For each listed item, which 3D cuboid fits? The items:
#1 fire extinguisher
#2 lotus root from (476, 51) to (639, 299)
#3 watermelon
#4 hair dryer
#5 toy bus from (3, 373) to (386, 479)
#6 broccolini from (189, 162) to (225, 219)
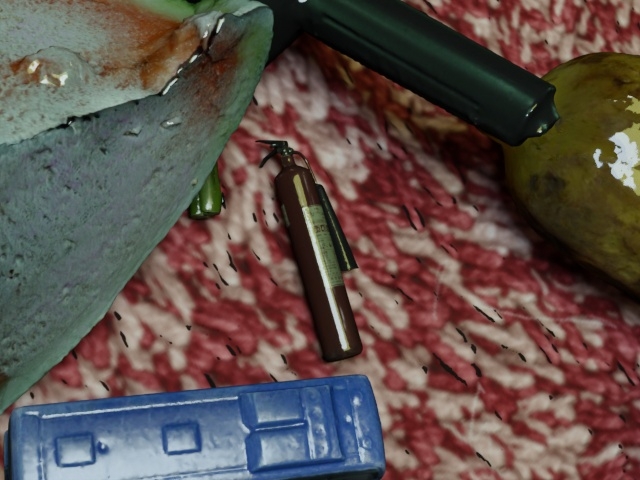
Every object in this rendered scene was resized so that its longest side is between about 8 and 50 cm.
[{"bbox_3d":[0.000,0.000,0.713,0.049,0.035,0.173,-14,80,-17],"label":"fire extinguisher"},{"bbox_3d":[0.244,-0.047,0.742,0.314,0.141,0.169,29,82,-6],"label":"lotus root"},{"bbox_3d":[-0.200,-0.082,0.565,0.320,0.214,0.289,-43,95,5],"label":"watermelon"},{"bbox_3d":[0.061,-0.182,0.711,0.302,0.116,0.244,35,65,18],"label":"hair dryer"},{"bbox_3d":[-0.072,0.134,0.613,0.236,0.094,0.079,-3,73,-18],"label":"toy bus"},{"bbox_3d":[-0.171,-0.114,0.692,0.123,0.062,0.271,-37,89,-13],"label":"broccolini"}]
